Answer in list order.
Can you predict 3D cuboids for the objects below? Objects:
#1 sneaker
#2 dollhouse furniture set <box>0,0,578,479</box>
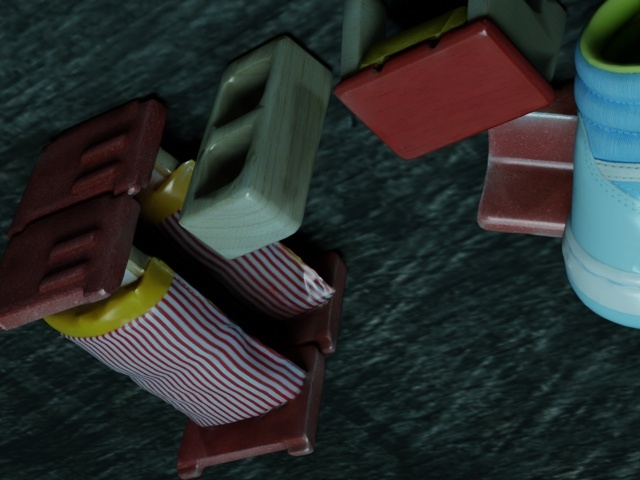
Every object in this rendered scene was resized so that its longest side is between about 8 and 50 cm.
[{"bbox_3d":[0.273,-0.070,0.782,0.319,0.127,0.208,-10,127,5],"label":"sneaker"},{"bbox_3d":[0.000,0.000,0.931,0.374,0.152,0.201,-20,134,38],"label":"dollhouse furniture set"}]
